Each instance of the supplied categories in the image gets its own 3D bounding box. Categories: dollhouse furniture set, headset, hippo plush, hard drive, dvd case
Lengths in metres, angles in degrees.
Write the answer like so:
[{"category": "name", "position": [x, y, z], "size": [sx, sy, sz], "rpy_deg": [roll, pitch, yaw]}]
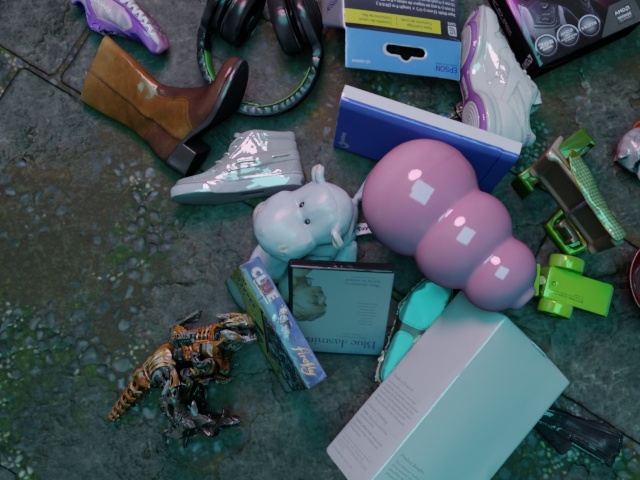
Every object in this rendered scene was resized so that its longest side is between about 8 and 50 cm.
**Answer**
[{"category": "dollhouse furniture set", "position": [0.478, -0.094, 1.300], "size": [0.151, 0.301, 0.197], "rpy_deg": [-35, 82, 0]}, {"category": "headset", "position": [-0.101, -0.440, 1.448], "size": [0.243, 0.185, 0.394], "rpy_deg": [11, 99, 5]}, {"category": "hippo plush", "position": [0.000, 0.000, 1.328], "size": [0.294, 0.236, 0.234], "rpy_deg": [-17, 84, -1]}, {"category": "hard drive", "position": [0.184, -0.176, 1.357], "size": [0.318, 0.210, 0.040], "rpy_deg": [19, 75, 2]}, {"category": "dvd case", "position": [0.032, 0.126, 1.328], "size": [0.180, 0.253, 0.022], "rpy_deg": [2, 47, 1]}]

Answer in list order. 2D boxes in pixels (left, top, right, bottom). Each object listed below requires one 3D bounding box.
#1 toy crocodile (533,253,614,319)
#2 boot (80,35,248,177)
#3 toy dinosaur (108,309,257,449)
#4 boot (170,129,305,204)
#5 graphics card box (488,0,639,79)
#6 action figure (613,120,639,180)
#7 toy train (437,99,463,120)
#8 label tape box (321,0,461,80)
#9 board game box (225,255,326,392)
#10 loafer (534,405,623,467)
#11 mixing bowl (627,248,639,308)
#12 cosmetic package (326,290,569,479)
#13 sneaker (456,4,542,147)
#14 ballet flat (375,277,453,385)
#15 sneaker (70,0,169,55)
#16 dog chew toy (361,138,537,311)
[{"category": "toy crocodile", "position": [0.386, 0.075, 1.391], "size": [0.340, 0.105, 0.115], "rpy_deg": [12, 84, -5]}, {"category": "boot", "position": [-0.299, -0.300, 1.412], "size": [0.280, 0.096, 0.264], "rpy_deg": [38, 119, 6]}, {"category": "toy dinosaur", "position": [-0.248, 0.258, 1.371], "size": [0.322, 0.164, 0.218], "rpy_deg": [-39, 66, 32]}, {"category": "boot", "position": [-0.165, -0.145, 1.427], "size": [0.258, 0.095, 0.123], "rpy_deg": [-7, 78, -9]}, {"category": "graphics card box", "position": [0.438, -0.531, 1.451], "size": [0.232, 0.094, 0.371], "rpy_deg": [-24, 85, -2]}, {"category": "action figure", "position": [0.729, -0.157, 1.409], "size": [0.330, 0.178, 0.341], "rpy_deg": [-3, 114, 6]}, {"category": "toy train", "position": [0.283, -0.260, 1.457], "size": [0.158, 0.027, 0.036], "rpy_deg": [-33, 82, -3]}, {"category": "label tape box", "position": [0.130, -0.470, 1.399], "size": [0.249, 0.115, 0.348], "rpy_deg": [0, 85, -23]}, {"category": "board game box", "position": [-0.086, 0.158, 1.345], "size": [0.042, 0.165, 0.243], "rpy_deg": [-28, 86, -21]}, {"category": "loafer", "position": [0.449, 0.356, 1.368], "size": [0.223, 0.076, 0.078], "rpy_deg": [19, 77, -1]}, {"category": "mixing bowl", "position": [0.652, 0.076, 1.384], "size": [0.181, 0.098, 0.181], "rpy_deg": [0, 85, 1]}, {"category": "cosmetic package", "position": [0.224, 0.309, 1.300], "size": [0.385, 0.156, 0.217], "rpy_deg": [-48, 116, -6]}, {"category": "sneaker", "position": [0.337, -0.304, 1.412], "size": [0.152, 0.114, 0.305], "rpy_deg": [4, 72, -17]}, {"category": "ballet flat", "position": [0.171, 0.171, 1.390], "size": [0.091, 0.077, 0.241], "rpy_deg": [30, 83, 10]}, {"category": "sneaker", "position": [-0.401, -0.436, 1.456], "size": [0.236, 0.095, 0.104], "rpy_deg": [44, 93, 9]}, {"category": "dog chew toy", "position": [0.226, -0.016, 1.241], "size": [0.206, 0.206, 0.332], "rpy_deg": [-43, 74, -4]}]
